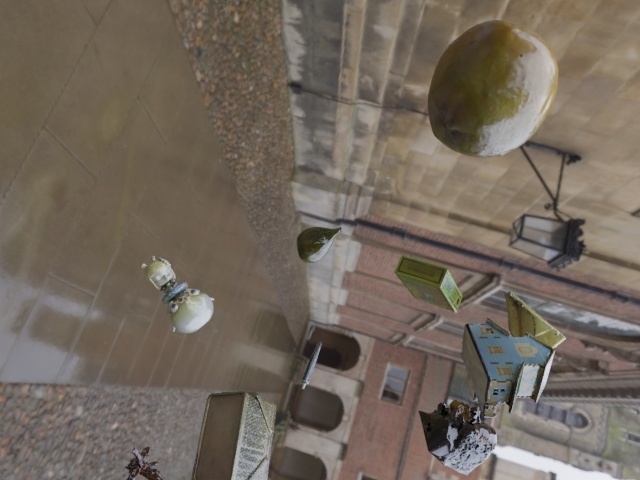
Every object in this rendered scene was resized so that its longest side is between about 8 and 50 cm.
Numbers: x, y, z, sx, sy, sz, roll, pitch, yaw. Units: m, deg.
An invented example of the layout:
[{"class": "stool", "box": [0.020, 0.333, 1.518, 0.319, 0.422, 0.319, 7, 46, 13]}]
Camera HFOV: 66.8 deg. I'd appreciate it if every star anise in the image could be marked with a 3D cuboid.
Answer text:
[{"class": "star anise", "box": [-0.610, 0.762, 1.673, 0.158, 0.140, 0.144, 53, -54, 39]}]

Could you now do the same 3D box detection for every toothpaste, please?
[{"class": "toothpaste", "box": [-0.026, 0.348, 1.354, 0.037, 0.021, 0.140, -46, -162, 57]}]

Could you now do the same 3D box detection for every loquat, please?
[{"class": "loquat", "box": [0.370, -0.332, 1.069, 0.284, 0.276, 0.276, -42, 164, -18]}]

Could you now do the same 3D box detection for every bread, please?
[{"class": "bread", "box": [0.719, 0.291, 1.658, 0.266, 0.141, 0.178, -66, 162, -77]}]

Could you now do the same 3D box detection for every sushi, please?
[{"class": "sushi", "box": [0.512, 0.696, 1.746, 0.212, 0.227, 0.215, -43, -168, 16]}]

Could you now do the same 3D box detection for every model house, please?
[{"class": "model house", "box": [0.513, 0.348, 1.308, 0.271, 0.206, 0.178, -89, 177, -65]}]

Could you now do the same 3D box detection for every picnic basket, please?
[{"class": "picnic basket", "box": [-0.240, 0.570, 1.378, 0.139, 0.165, 0.267, 40, 45, -43]}]

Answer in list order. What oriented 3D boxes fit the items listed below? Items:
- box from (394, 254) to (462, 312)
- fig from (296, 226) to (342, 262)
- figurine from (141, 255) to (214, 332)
[{"class": "box", "box": [0.312, 0.127, 1.386, 0.064, 0.141, 0.220, -64, 145, -16]}, {"class": "fig", "box": [0.001, 0.015, 1.873, 0.133, 0.184, 0.127, -92, 174, -53]}, {"class": "figurine", "box": [-0.669, 0.246, 2.213, 0.226, 0.394, 0.274, -41, 179, -30]}]
